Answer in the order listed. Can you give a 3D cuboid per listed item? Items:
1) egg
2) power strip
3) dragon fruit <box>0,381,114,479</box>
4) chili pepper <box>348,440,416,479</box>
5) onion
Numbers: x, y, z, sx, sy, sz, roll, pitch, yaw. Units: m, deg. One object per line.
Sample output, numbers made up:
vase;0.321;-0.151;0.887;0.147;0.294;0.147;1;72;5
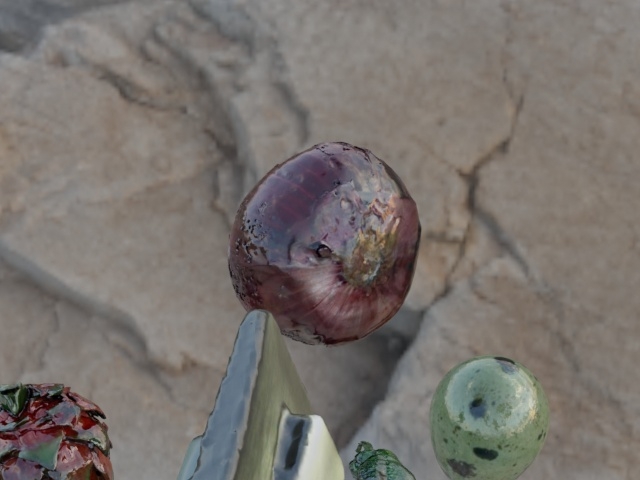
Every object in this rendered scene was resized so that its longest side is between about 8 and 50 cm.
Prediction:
egg;0.245;0.277;2.012;0.177;0.228;0.177;10;29;-6
power strip;-0.032;0.204;0.687;0.092;0.251;0.257;-6;32;15
dragon fruit;-0.339;0.271;1.678;0.182;0.182;0.189;9;78;14
chili pepper;0.083;0.294;1.429;0.065;0.122;0.279;-22;48;1
onion;0.000;0.000;1.624;0.252;0.252;0.219;-18;28;-20
